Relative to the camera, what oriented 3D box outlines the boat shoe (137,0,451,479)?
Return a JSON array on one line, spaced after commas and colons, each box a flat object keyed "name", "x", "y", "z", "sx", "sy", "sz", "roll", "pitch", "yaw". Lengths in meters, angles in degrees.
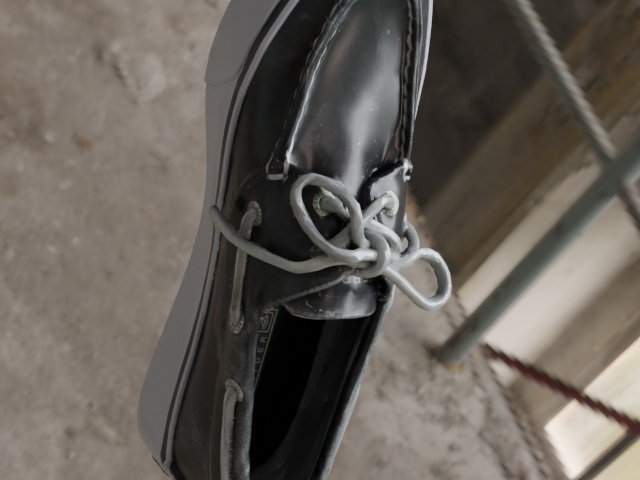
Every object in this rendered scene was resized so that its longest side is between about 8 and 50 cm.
[{"name": "boat shoe", "x": -0.004, "y": 0.000, "z": 0.728, "sx": 0.113, "sy": 0.306, "sz": 0.105, "roll": 7, "pitch": 22, "yaw": -39}]
